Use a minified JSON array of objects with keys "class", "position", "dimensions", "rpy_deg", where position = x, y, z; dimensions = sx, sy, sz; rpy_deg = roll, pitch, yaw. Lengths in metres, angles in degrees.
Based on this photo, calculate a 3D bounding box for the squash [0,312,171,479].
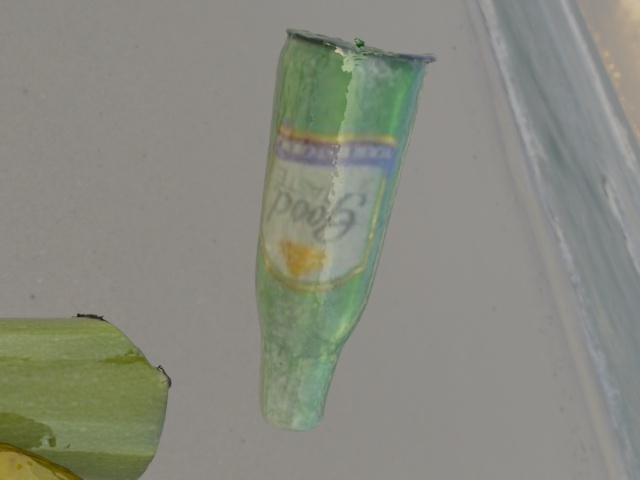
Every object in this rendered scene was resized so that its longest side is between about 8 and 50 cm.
[{"class":"squash","position":[-0.264,0.101,0.507],"dimensions":[0.287,0.137,0.137],"rpy_deg":[13,54,-33]}]

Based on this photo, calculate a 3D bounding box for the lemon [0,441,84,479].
[{"class":"lemon","position":[-0.189,0.207,0.343],"dimensions":[0.233,0.288,0.234],"rpy_deg":[1,88,-28]}]

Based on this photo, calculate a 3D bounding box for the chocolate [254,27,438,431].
[{"class":"chocolate","position":[0.000,0.000,0.540],"dimensions":[0.110,0.110,0.291],"rpy_deg":[-29,131,-66]}]
